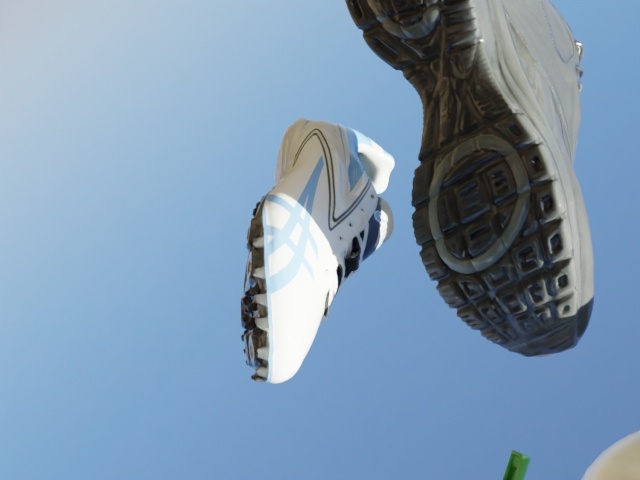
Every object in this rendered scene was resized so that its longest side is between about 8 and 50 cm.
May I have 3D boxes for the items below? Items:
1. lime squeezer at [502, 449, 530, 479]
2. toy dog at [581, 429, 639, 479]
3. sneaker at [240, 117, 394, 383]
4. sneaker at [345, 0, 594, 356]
[{"bbox_3d":[0.058,0.289,1.067,0.310,0.110,0.059,-40,-169,-14],"label":"lime squeezer"},{"bbox_3d":[0.301,0.231,0.909,0.408,0.395,0.285,2,-172,-39],"label":"toy dog"},{"bbox_3d":[0.000,0.000,0.911,0.237,0.086,0.085,-75,175,-53],"label":"sneaker"},{"bbox_3d":[0.112,-0.075,0.863,0.109,0.286,0.130,-18,175,43],"label":"sneaker"}]
